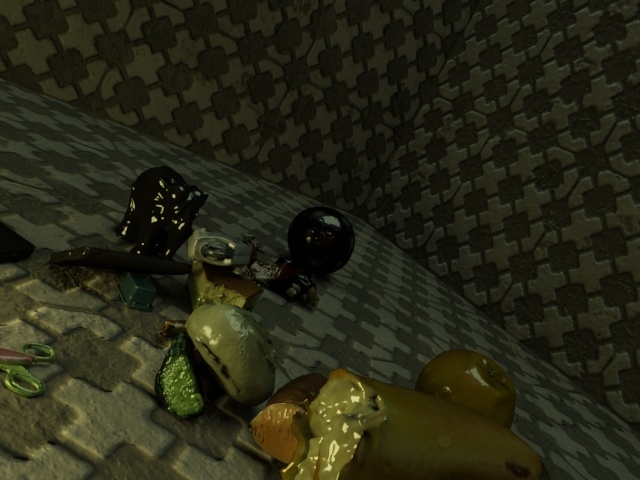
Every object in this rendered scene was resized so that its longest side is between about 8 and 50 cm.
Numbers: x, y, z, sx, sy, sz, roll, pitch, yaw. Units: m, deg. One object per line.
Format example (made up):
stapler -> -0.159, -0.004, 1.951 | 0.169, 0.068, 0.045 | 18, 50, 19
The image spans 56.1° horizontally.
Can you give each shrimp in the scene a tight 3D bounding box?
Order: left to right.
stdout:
shrimp -> -0.281, 0.224, 1.347 | 0.188, 0.051, 0.132 | 20, 14, -45

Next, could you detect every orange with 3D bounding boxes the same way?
orange -> 0.397, 0.423, 1.630 | 0.279, 0.235, 0.279 | 24, 20, -9

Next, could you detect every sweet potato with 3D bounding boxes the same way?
sweet potato -> -0.041, 0.344, 1.228 | 0.131, 0.131, 0.337 | 31, 5, 8

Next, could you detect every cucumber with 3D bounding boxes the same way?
cucumber -> -0.275, 0.257, 1.167 | 0.193, 0.086, 0.115 | -113, -177, -73

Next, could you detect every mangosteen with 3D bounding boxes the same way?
mangosteen -> 0.000, 0.000, 2.408 | 0.288, 0.288, 0.288 | 28, 12, -6

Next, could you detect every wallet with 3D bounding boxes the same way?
wallet -> -0.479, 0.056, 1.454 | 0.165, 0.042, 0.310 | -8, -13, 35

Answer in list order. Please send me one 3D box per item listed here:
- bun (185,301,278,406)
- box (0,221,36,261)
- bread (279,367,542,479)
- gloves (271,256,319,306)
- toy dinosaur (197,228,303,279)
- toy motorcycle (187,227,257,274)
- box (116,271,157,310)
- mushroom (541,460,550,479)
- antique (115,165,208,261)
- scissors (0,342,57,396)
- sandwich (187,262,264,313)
bun -> -0.169, 0.223, 1.232 | 0.239, 0.141, 0.239 | 52, -14, 19
box -> -0.750, -0.015, 1.292 | 0.201, 0.042, 0.212 | 31, 11, 10
bread -> 0.107, 0.386, 0.856 | 0.395, 0.360, 0.250 | 21, 1, -27
gloves -> -0.074, 0.142, 2.032 | 0.204, 0.124, 0.164 | 26, 27, 28
toy dinosaur -> -0.223, 0.053, 1.949 | 0.327, 0.112, 0.207 | 38, 45, 22
toy motorcycle -> -0.274, 0.019, 1.598 | 0.171, 0.110, 0.260 | 16, 4, 14
box -> -0.433, 0.119, 1.429 | 0.074, 0.054, 0.099 | 21, 14, -39
mushroom -> 0.448, 0.565, 1.413 | 0.248, 0.129, 0.344 | 33, 13, 39
antique -> -0.462, -0.084, 1.738 | 0.185, 0.255, 0.322 | 21, 17, -44
scissors -> -0.536, 0.190, 0.985 | 0.187, 0.020, 0.133 | 26, 17, -20
sandwich -> -0.285, 0.128, 1.596 | 0.220, 0.108, 0.186 | 31, 12, 10
